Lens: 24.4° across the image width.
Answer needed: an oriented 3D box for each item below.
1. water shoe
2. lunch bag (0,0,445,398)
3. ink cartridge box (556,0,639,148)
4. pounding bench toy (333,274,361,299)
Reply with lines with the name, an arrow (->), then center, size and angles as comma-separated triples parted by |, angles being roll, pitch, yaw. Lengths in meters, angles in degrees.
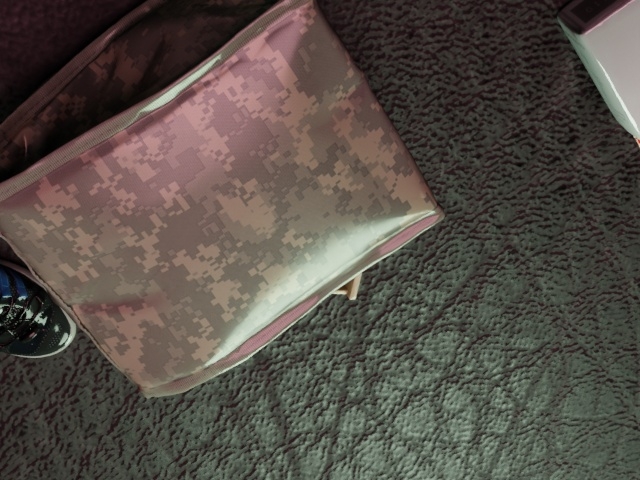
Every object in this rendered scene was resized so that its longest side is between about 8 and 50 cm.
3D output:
water shoe -> -0.275, 0.047, 1.145 | 0.203, 0.080, 0.073 | 36, 103, -31
lunch bag -> -0.093, -0.044, 1.103 | 0.287, 0.169, 0.235 | -36, 124, -2
ink cartridge box -> 0.369, -0.177, 1.247 | 0.275, 0.060, 0.239 | -36, 122, 4
pounding bench toy -> 0.000, 0.000, 1.227 | 0.065, 0.052, 0.083 | 3, 117, -20
